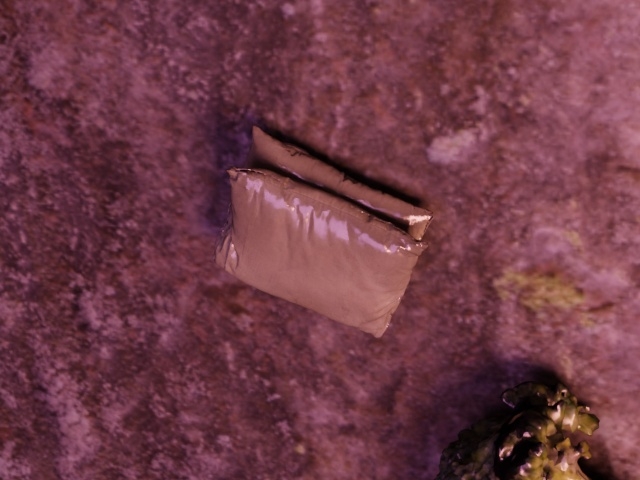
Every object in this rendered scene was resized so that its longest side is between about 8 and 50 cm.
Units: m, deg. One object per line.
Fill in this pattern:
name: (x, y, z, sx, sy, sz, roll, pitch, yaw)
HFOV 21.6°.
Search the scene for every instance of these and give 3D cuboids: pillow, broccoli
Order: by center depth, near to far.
broccoli: (0.215, 0.248, 1.398, 0.243, 0.263, 0.247, 12, 90, -13)
pillow: (0.000, 0.000, 1.433, 0.181, 0.078, 0.134, 24, 125, 9)
